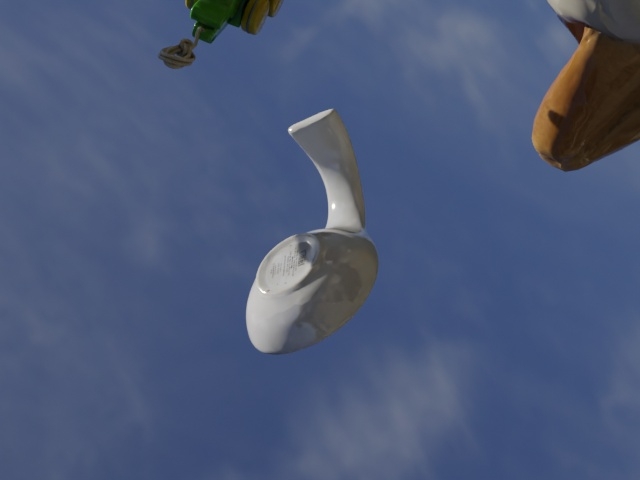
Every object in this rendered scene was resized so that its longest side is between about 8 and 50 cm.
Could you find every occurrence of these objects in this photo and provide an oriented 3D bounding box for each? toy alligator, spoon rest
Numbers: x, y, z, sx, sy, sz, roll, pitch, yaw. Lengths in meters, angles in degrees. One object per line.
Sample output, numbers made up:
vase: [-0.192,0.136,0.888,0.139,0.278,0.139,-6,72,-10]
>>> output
toy alligator: [-0.067,-0.178,1.316,0.056,0.051,0.189,22,-149,9]
spoon rest: [0.000,0.000,1.695,0.084,0.137,0.276,48,-146,-34]

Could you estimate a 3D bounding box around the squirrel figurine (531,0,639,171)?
squirrel figurine: [0.227,-0.319,1.393,0.370,0.397,0.281,54,167,44]
